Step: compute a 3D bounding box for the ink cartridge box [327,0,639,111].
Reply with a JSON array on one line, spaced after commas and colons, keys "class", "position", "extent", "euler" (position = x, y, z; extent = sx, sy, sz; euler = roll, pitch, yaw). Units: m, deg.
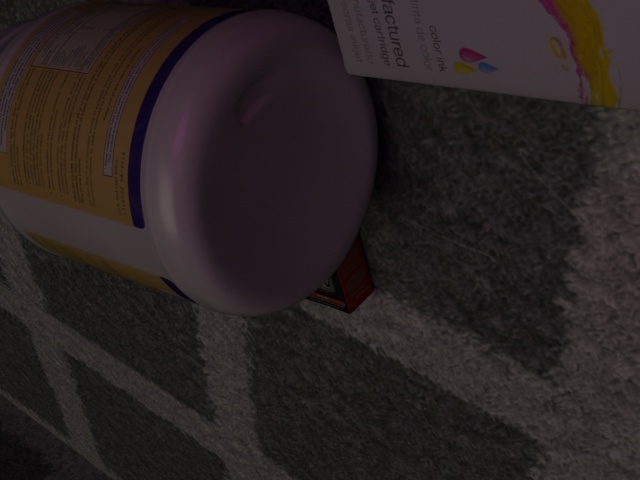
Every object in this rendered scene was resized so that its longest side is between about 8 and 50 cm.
[{"class": "ink cartridge box", "position": [0.139, -0.194, 0.479], "extent": [0.306, 0.131, 0.226], "euler": [16, 136, 40]}]

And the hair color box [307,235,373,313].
[{"class": "hair color box", "position": [0.000, 0.000, 0.912], "extent": [0.072, 0.043, 0.141], "euler": [15, 135, 40]}]

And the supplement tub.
[{"class": "supplement tub", "position": [-0.143, -0.084, 0.805], "extent": [0.331, 0.241, 0.241], "euler": [15, 135, 39]}]
